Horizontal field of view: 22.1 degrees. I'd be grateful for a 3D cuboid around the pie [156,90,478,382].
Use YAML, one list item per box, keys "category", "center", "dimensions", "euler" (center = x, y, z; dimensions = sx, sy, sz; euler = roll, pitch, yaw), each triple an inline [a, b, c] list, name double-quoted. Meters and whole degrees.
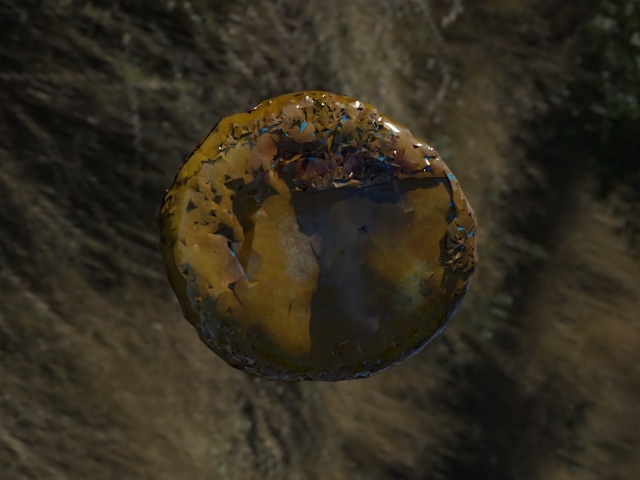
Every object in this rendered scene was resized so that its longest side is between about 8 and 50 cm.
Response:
- category: "pie"
  center: [-0.001, 0.000, 1.371]
  dimensions: [0.069, 0.273, 0.273]
  euler: [-156, -92, -76]
